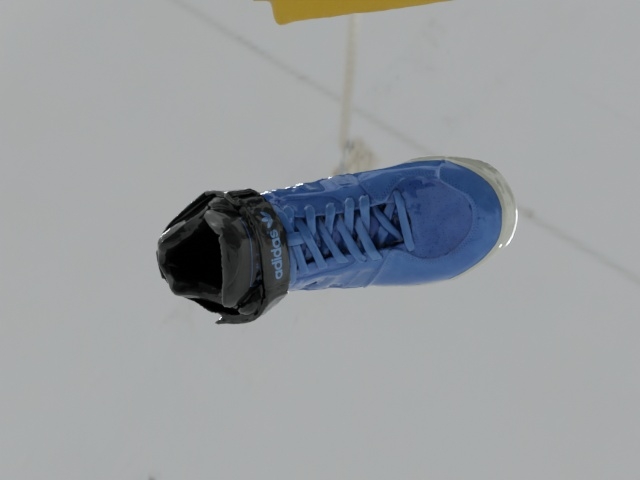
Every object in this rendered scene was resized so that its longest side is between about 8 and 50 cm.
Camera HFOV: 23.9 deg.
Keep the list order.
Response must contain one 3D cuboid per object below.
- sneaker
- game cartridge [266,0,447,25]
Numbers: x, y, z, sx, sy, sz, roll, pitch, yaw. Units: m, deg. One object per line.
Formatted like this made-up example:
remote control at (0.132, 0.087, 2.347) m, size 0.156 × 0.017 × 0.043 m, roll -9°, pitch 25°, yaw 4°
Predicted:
sneaker at (0.000, 0.001, 0.624) m, size 0.152 × 0.058 × 0.084 m, roll -2°, pitch -168°, yaw 35°
game cartridge at (0.096, -0.268, 0.913) m, size 0.324 × 0.285 × 0.052 m, roll -8°, pitch -129°, yaw 1°
